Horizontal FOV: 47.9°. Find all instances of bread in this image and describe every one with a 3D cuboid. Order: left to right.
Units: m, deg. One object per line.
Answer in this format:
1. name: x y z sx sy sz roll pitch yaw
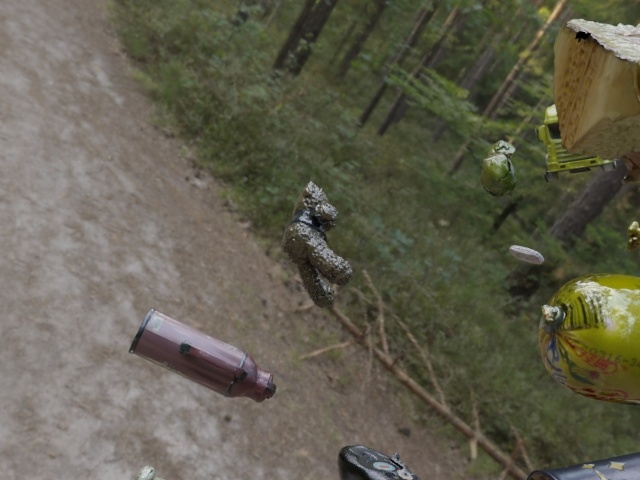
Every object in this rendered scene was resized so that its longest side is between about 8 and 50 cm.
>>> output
1. bread: 0.369 -0.185 0.776 0.184 0.223 0.211 3 -14 0

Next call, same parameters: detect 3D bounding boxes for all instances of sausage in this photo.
1. sausage: 0.357 0.103 0.701 0.347 0.123 0.123 9 24 -18

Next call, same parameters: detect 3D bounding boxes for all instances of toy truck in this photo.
1. toy truck: 0.480 -0.209 1.328 0.124 0.157 0.272 -8 10 28

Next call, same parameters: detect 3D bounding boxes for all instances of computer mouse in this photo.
1. computer mouse: 0.120 0.469 1.340 0.137 0.096 0.233 10 12 -42

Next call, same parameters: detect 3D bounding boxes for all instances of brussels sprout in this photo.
1. brussels sprout: 0.234 -0.099 0.950 0.051 0.046 0.083 55 35 -46

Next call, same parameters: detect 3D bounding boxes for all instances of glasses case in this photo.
1. glasses case: 0.424 0.029 1.486 0.032 0.021 0.083 51 -15 -30

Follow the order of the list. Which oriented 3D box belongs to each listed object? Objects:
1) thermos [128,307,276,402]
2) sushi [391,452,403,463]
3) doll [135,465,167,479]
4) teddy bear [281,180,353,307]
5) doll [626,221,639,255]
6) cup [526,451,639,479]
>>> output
1. thermos: -0.244 0.260 1.592 0.330 0.136 0.109 27 41 -7
2. sushi: 0.199 0.657 1.986 0.094 0.098 0.084 42 26 19
3. doll: -0.319 0.578 1.344 0.150 0.175 0.278 9 47 7
4. teddy bear: -0.017 -0.001 1.478 0.129 0.182 0.251 10 54 -30
5. doll: 0.610 0.031 1.209 0.188 0.096 0.145 -4 -60 55
6. cup: 0.456 0.415 0.991 0.257 0.178 0.255 -8 36 -11
